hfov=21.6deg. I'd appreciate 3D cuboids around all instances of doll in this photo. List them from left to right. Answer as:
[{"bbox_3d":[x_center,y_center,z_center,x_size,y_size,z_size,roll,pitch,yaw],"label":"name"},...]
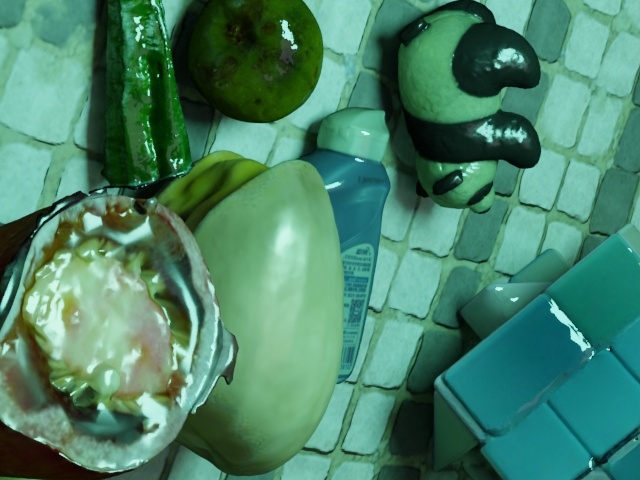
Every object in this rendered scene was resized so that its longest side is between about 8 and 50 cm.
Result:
[{"bbox_3d":[0.152,-0.143,1.795,0.135,0.143,0.234,-17,121,-14],"label":"doll"}]

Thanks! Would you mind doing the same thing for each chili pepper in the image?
[{"bbox_3d":[-0.255,0.069,1.364,0.229,0.305,0.251,52,55,-35],"label":"chili pepper"},{"bbox_3d":[-0.171,-0.162,1.508,0.088,0.059,0.227,-12,109,-15],"label":"chili pepper"}]

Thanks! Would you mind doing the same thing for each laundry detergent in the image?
[{"bbox_3d":[0.000,0.000,1.726,0.143,0.094,0.290,10,95,-42],"label":"laundry detergent"}]

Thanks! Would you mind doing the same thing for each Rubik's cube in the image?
[{"bbox_3d":[0.310,0.192,1.947,0.387,0.358,0.368,-38,173,2],"label":"Rubik's cube"}]

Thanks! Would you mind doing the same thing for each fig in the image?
[{"bbox_3d":[-0.037,-0.169,1.592,0.185,0.126,0.133,17,79,-44],"label":"fig"}]

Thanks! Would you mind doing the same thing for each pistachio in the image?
[{"bbox_3d":[-0.076,0.072,1.570,0.230,0.230,0.309,-1,98,-46],"label":"pistachio"}]

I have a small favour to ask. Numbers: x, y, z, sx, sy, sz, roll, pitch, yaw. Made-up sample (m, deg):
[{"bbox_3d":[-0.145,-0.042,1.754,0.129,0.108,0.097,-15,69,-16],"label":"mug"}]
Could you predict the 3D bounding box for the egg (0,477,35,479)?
[{"bbox_3d":[-0.291,0.307,1.462,0.201,0.201,0.244,49,57,-44],"label":"egg"}]
